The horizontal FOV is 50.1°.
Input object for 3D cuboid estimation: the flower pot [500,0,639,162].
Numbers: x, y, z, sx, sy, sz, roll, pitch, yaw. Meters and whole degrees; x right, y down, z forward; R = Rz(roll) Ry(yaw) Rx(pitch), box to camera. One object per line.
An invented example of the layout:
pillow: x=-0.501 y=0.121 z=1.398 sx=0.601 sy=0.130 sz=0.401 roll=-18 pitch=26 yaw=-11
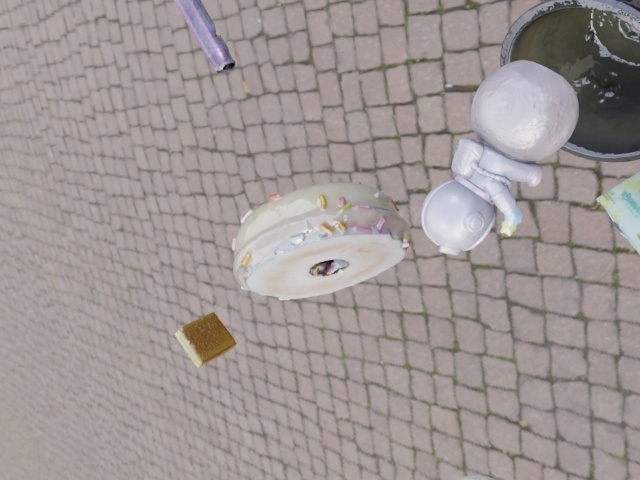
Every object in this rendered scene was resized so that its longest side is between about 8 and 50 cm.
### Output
flower pot: x=0.576 y=-0.374 z=1.369 sx=0.379 sy=0.251 sz=0.379 roll=32 pitch=154 yaw=18

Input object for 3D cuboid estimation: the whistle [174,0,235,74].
whistle: x=-0.170 y=-0.307 z=0.935 sx=0.033 sy=0.033 sz=0.176 roll=-30 pitch=89 yaw=50

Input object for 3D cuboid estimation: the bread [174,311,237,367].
bread: x=-0.234 y=0.202 z=1.402 sx=0.090 sy=0.094 sz=0.035 roll=53 pitch=138 yaw=12

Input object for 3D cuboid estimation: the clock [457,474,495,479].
clock: x=0.217 y=0.617 z=1.292 sx=0.184 sy=0.326 sz=0.341 roll=174 pitch=105 yaw=-70

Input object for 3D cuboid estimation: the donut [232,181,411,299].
donut: x=0.000 y=0.000 z=1.415 sx=0.383 sy=0.383 sz=0.142 roll=-40 pitch=57 yaw=49

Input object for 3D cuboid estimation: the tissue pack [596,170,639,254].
tissue pack: x=0.826 y=-0.090 z=1.425 sx=0.388 sy=0.287 sz=0.162 roll=-35 pitch=117 yaw=19

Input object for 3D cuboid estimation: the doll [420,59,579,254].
doll: x=0.240 y=-0.108 z=0.969 sx=0.151 sy=0.151 sz=0.287 roll=37 pitch=100 yaw=30
